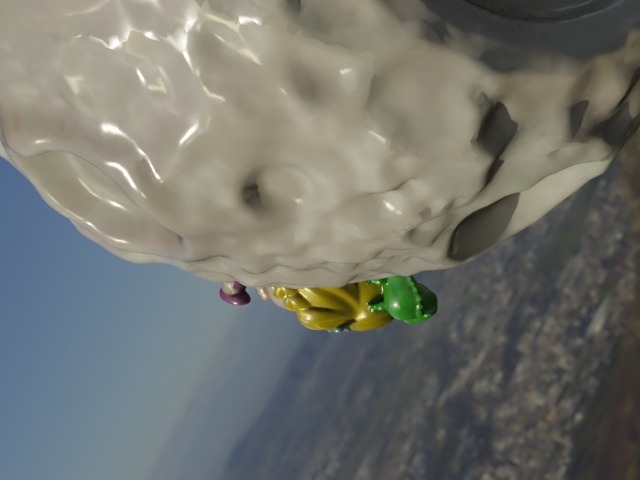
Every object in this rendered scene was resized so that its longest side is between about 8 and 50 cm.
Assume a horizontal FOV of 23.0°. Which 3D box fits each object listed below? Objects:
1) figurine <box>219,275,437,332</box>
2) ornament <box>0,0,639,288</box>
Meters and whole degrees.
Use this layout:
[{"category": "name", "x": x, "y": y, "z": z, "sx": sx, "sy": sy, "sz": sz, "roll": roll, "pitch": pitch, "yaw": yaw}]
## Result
[{"category": "figurine", "x": 0.000, "y": 0.000, "z": 1.002, "sx": 0.095, "sy": 0.156, "sz": 0.115, "roll": -40, "pitch": -46, "yaw": -34}, {"category": "ornament", "x": -0.014, "y": -0.146, "z": 0.647, "sx": 0.337, "sy": 0.337, "sz": 0.337, "roll": -62, "pitch": 1, "yaw": 2}]
